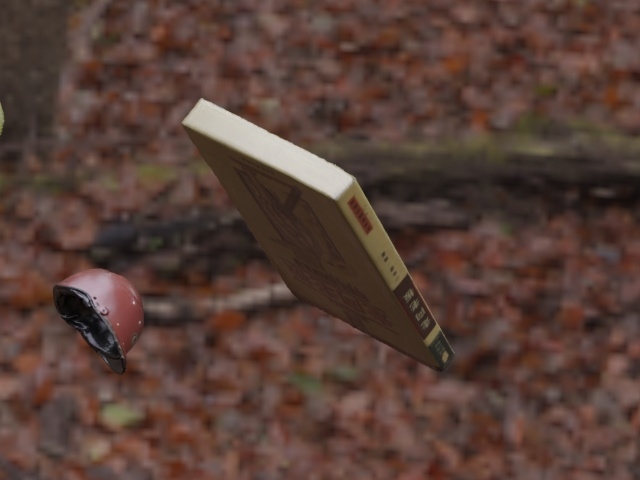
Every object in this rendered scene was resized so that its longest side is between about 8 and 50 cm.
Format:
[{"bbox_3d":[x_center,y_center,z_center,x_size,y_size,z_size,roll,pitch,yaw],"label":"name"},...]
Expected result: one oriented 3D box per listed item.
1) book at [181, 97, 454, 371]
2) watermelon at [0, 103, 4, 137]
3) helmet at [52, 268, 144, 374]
[{"bbox_3d":[0.000,0.000,1.410,0.161,0.231,0.026,28,71,37],"label":"book"},{"bbox_3d":[-0.257,-0.079,1.294,0.075,0.092,0.181,12,11,18],"label":"watermelon"},{"bbox_3d":[-0.152,0.053,1.415,0.049,0.065,0.084,-37,76,-26],"label":"helmet"}]
